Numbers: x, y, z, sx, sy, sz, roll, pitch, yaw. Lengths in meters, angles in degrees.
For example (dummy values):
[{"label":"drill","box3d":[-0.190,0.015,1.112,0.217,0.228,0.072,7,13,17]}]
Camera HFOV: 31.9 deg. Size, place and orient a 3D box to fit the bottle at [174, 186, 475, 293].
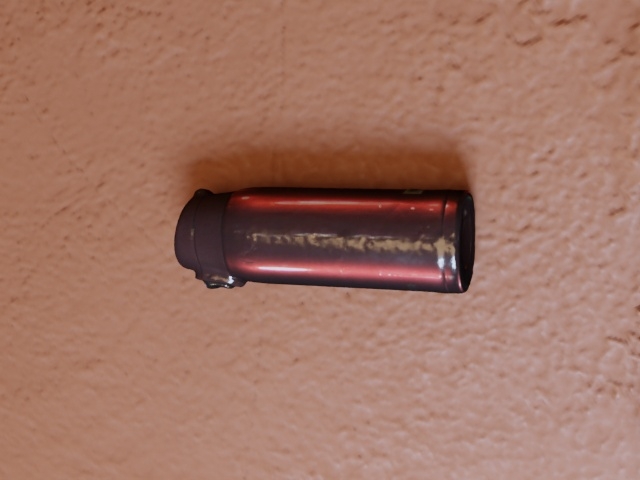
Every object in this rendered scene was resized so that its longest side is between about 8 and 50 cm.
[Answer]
[{"label":"bottle","box3d":[0.000,0.000,0.617,0.164,0.060,0.060,2,101,17]}]
